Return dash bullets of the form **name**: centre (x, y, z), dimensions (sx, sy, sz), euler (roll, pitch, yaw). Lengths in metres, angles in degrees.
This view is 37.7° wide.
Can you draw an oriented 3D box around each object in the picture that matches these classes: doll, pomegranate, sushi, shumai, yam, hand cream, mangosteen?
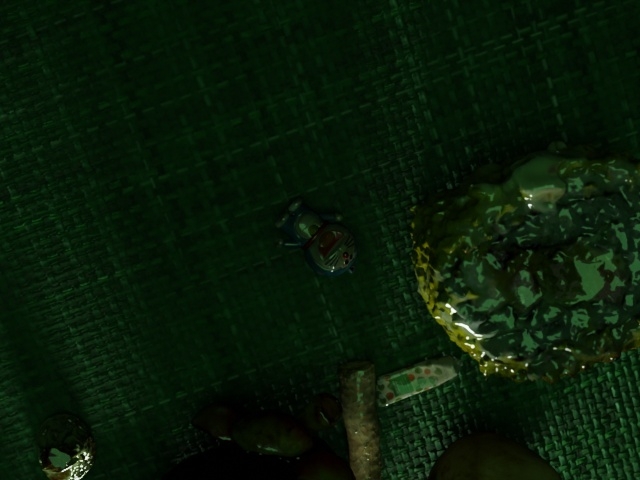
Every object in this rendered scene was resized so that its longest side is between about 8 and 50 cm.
- **doll**: centre (0.000, 0.000, 1.516), dimensions (0.152, 0.085, 0.114), euler (43, 78, -2)
- **pomegranate**: centre (0.308, 0.449, 1.568), dimensions (0.270, 0.252, 0.229), euler (20, 81, -7)
- **sushi**: centre (0.345, 0.022, 1.469), dimensions (0.396, 0.240, 0.352), euler (-20, 104, -2)
- **shumai**: centre (-0.432, 0.362, 1.570), dimensions (0.098, 0.087, 0.124), euler (-15, 106, -2)
- **yam**: centre (0.075, 0.350, 1.618), dimensions (0.066, 0.066, 0.300), euler (-7, 104, -3)
- **hand cream**: centre (0.167, 0.238, 1.617), dimensions (0.165, 0.037, 0.057), euler (-22, 104, 7)
- **mangosteen**: centre (-0.103, 0.449, 1.482), dimensions (0.381, 0.382, 0.436), euler (6, 89, -6)
